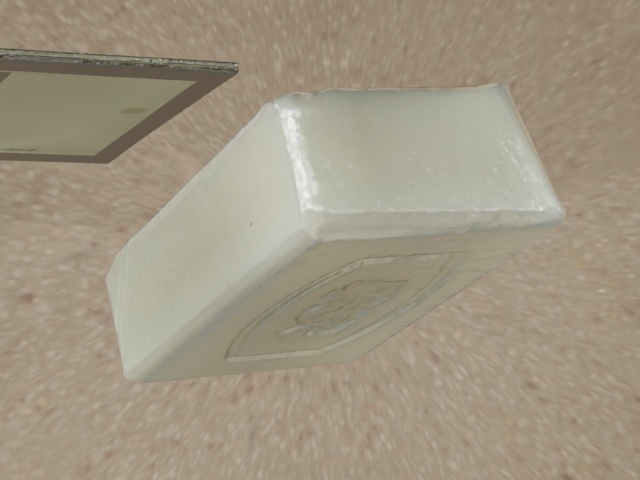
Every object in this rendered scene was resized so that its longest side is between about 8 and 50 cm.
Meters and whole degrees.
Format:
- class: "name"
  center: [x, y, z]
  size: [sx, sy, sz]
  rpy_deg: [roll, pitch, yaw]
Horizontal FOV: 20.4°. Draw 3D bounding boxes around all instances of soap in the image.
- class: "soap"
  center: [0.000, 0.000, 0.726]
  size: [0.121, 0.183, 0.063]
  rpy_deg: [-4, 70, -30]

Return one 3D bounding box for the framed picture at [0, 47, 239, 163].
- class: "framed picture"
  center: [-0.275, -0.134, 1.856]
  size: [0.265, 0.347, 0.016]
  rpy_deg: [0, 76, -30]
